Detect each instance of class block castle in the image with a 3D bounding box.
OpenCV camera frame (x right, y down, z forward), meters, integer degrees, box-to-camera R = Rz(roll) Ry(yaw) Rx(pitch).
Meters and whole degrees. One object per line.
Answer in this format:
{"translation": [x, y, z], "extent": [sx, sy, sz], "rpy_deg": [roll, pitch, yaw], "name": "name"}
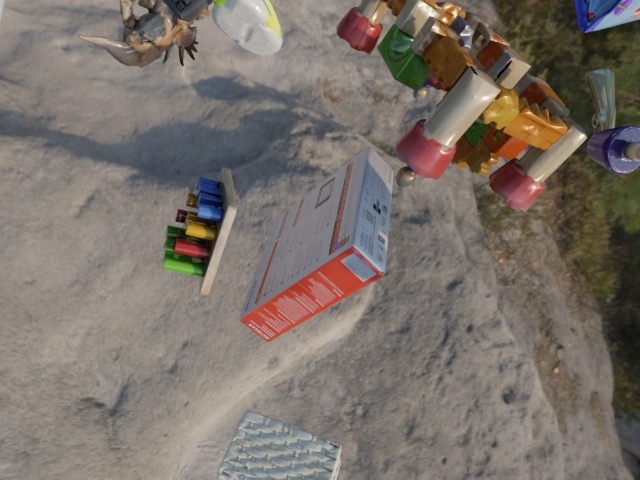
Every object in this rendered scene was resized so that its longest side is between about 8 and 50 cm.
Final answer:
{"translation": [0.220, -0.266, 0.918], "extent": [0.303, 0.213, 0.453], "rpy_deg": [13, 42, -31], "name": "block castle"}

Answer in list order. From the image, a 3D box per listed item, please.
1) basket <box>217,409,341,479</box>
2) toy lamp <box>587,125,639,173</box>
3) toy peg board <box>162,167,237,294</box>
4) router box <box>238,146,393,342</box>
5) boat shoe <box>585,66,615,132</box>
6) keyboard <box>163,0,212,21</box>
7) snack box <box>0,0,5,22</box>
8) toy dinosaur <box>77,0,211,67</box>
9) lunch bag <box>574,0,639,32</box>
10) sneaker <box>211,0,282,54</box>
{"translation": [-0.058, 0.332, 0.746], "extent": [0.167, 0.103, 0.113], "rpy_deg": [19, 51, 7], "name": "basket"}
{"translation": [0.498, -0.121, 0.736], "extent": [0.080, 0.275, 0.080], "rpy_deg": [-3, 106, -12], "name": "toy lamp"}
{"translation": [-0.202, -0.026, 0.835], "extent": [0.079, 0.161, 0.161], "rpy_deg": [13, 26, -21], "name": "toy peg board"}
{"translation": [0.000, 0.000, 1.026], "extent": [0.082, 0.301, 0.335], "rpy_deg": [42, 35, -21], "name": "router box"}
{"translation": [0.524, -0.247, 0.960], "extent": [0.048, 0.056, 0.153], "rpy_deg": [-1, 85, 26], "name": "boat shoe"}
{"translation": [-0.223, -0.544, 0.906], "extent": [0.201, 0.033, 0.317], "rpy_deg": [45, 52, -25], "name": "keyboard"}
{"translation": [-0.640, -0.397, 0.831], "extent": [0.207, 0.175, 0.070], "rpy_deg": [21, 25, -16], "name": "snack box"}
{"translation": [-0.360, -0.438, 1.106], "extent": [0.295, 0.200, 0.127], "rpy_deg": [-41, 93, -25], "name": "toy dinosaur"}
{"translation": [0.422, -0.357, 0.503], "extent": [0.221, 0.293, 0.138], "rpy_deg": [-21, 88, -20], "name": "lunch bag"}
{"translation": [-0.113, -0.368, 0.683], "extent": [0.091, 0.240, 0.126], "rpy_deg": [5, 67, 32], "name": "sneaker"}
